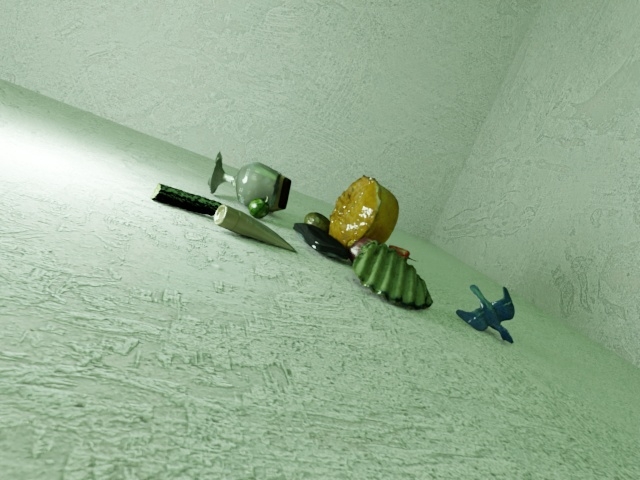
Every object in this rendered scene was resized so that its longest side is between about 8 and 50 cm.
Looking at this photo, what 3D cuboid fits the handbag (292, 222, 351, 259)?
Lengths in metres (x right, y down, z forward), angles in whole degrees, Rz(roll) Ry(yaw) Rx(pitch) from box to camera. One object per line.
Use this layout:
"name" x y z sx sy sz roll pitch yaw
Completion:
"handbag" -0.001 -0.001 2.019 0.191 0.075 0.332 18 10 -27

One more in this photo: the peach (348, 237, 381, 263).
"peach" 0.195 0.060 1.976 0.151 0.152 0.152 22 10 -4

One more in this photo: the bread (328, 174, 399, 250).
"bread" 0.200 -0.121 2.169 0.215 0.398 0.398 29 7 -23

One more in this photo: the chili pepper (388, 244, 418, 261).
"chili pepper" 0.470 0.086 2.582 0.192 0.084 0.086 21 26 18

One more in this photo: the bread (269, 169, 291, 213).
"bread" -0.270 -0.259 2.368 0.211 0.225 0.142 11 -2 24

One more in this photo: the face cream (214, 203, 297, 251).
"face cream" -0.241 -0.038 1.719 0.341 0.084 0.137 25 8 -40

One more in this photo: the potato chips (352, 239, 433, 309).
"potato chips" 0.295 0.147 1.782 0.358 0.070 0.429 36 24 1

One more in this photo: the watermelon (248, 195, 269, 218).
"watermelon" -0.282 -0.151 2.095 0.108 0.109 0.109 22 10 -4

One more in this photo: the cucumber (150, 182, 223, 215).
"cucumber" -0.486 -0.143 1.715 0.299 0.072 0.072 18 12 -27

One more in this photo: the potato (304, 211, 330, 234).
"potato" -0.011 -0.086 2.324 0.149 0.113 0.251 27 11 14

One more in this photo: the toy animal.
"toy animal" 0.683 0.290 1.804 0.256 0.239 0.176 65 -15 7

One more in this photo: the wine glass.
"wine glass" -0.365 -0.285 2.205 0.322 0.238 0.238 15 11 -2
